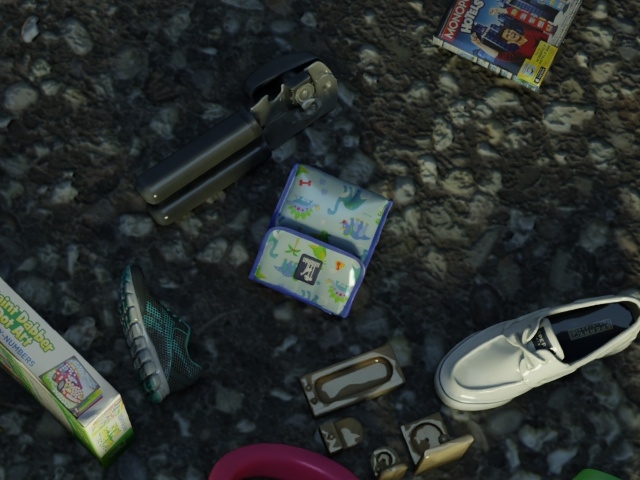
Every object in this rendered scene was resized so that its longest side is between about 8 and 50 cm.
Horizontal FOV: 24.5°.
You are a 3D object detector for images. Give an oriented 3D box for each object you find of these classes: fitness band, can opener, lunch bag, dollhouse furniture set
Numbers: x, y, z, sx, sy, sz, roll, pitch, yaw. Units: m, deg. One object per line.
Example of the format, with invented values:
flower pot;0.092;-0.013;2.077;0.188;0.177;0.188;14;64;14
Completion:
fitness band;-0.013;0.322;1.560;0.209;0.054;0.291;1;33;-28
can opener;-0.104;-0.131;1.789;0.283;0.076;0.095;-34;45;-11
lunch bag;0.000;0.000;1.733;0.129;0.096;0.151;23;88;2
dollhouse furniture set;0.070;0.190;1.655;0.144;0.123;0.151;-20;75;-8

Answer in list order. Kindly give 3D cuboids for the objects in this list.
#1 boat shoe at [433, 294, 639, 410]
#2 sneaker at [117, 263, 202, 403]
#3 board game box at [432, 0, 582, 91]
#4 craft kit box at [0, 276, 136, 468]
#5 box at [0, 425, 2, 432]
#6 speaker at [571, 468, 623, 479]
boat shoe;0.252;0.118;1.705;0.258;0.084;0.095;-24;76;-9
sneaker;-0.187;0.104;1.714;0.076;0.065;0.166;-13;76;-23
board game box;0.222;-0.302;1.847;0.194;0.060;0.194;27;74;7
craft kit box;-0.309;0.127;1.596;0.061;0.250;0.246;-42;79;-15
box;-0.483;0.258;1.667;0.164;0.021;0.201;28;74;6
speaker;0.263;0.402;1.598;0.131;0.131;0.296;30;74;7
